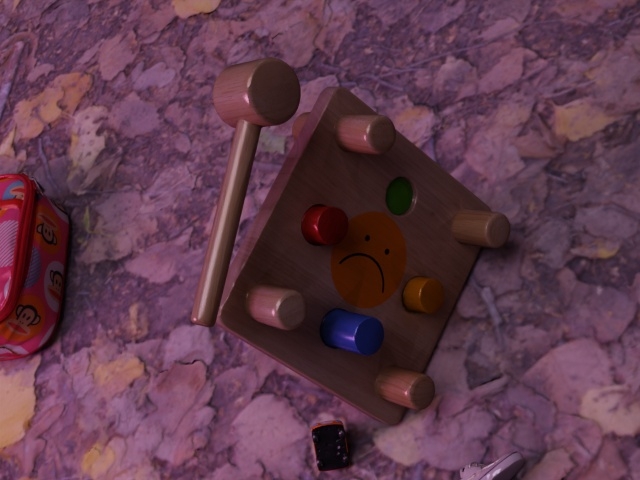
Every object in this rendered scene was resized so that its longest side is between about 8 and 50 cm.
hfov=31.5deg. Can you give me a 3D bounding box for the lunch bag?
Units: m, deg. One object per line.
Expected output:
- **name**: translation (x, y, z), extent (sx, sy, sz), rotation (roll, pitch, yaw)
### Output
- **lunch bag**: translation (-0.464, 0.031, 1.455), extent (0.293, 0.120, 0.258), rotation (-12, 57, 21)

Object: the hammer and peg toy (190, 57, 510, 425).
- **hammer and peg toy**: translation (0.000, 0.000, 1.075), extent (0.127, 0.361, 0.266), rotation (10, 70, 53)

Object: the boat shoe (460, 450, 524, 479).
- **boat shoe**: translation (0.146, 0.227, 1.073), extent (0.100, 0.035, 0.035), rotation (-42, 56, 11)

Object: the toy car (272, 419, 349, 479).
- **toy car**: translation (-0.025, 0.218, 1.158), extent (0.122, 0.060, 0.040), rotation (-25, 24, 7)
